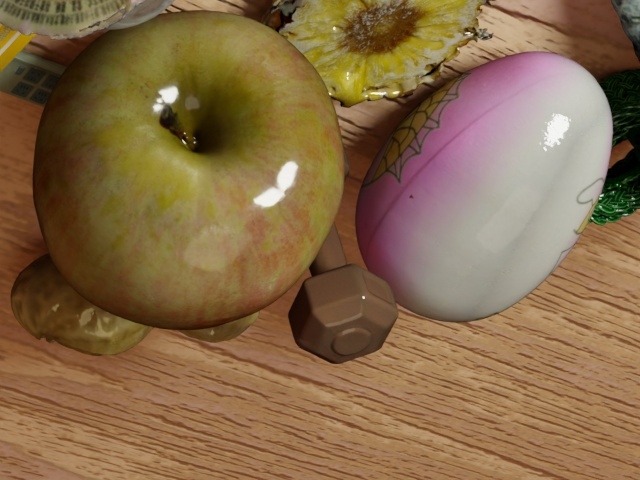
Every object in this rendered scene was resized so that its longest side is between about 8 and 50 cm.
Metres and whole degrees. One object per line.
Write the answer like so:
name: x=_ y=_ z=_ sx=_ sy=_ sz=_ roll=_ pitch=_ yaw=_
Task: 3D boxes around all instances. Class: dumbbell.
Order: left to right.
dumbbell: x=0.000 y=0.000 z=1.728 sx=0.082 sy=0.231 sz=0.092 roll=-39 pitch=135 yaw=25

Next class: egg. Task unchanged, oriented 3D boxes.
egg: x=0.149 y=-0.048 z=1.764 sx=0.271 sy=0.196 sz=0.196 roll=-42 pitch=136 yaw=19

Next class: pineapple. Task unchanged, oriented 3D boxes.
pineapple: x=0.051 y=-0.191 z=1.675 sx=0.221 sy=0.047 sz=0.221 roll=-11 pitch=145 yaw=-8

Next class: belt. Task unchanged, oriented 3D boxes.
belt: x=0.272 y=-0.089 z=1.856 sx=0.121 sy=0.079 sz=0.151 roll=29 pitch=107 yaw=-38

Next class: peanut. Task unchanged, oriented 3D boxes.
peanut: x=-0.167 y=0.049 z=1.824 sx=0.229 sy=0.098 sz=0.103 roll=-7 pitch=103 yaw=-10

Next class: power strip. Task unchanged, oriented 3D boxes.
power strip: x=-0.236 y=-0.133 z=1.650 sx=0.090 sy=0.016 sz=0.040 roll=19 pitch=129 yaw=-37

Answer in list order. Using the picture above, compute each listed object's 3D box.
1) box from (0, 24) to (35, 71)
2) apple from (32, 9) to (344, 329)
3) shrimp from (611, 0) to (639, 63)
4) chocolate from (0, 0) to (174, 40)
box: x=-0.303 y=-0.208 z=1.510 sx=0.247 sy=0.033 sz=0.129 roll=27 pitch=121 yaw=-38
apple: x=-0.106 y=-0.050 z=1.614 sx=0.256 sy=0.257 sz=0.234 roll=-11 pitch=157 yaw=-8
shrimp: x=0.341 y=-0.154 z=1.707 sx=0.166 sy=0.221 sz=0.410 roll=-30 pitch=117 yaw=18
chocolate: x=-0.162 y=-0.236 z=1.463 sx=0.221 sy=0.221 sz=0.147 roll=-28 pitch=169 yaw=12
